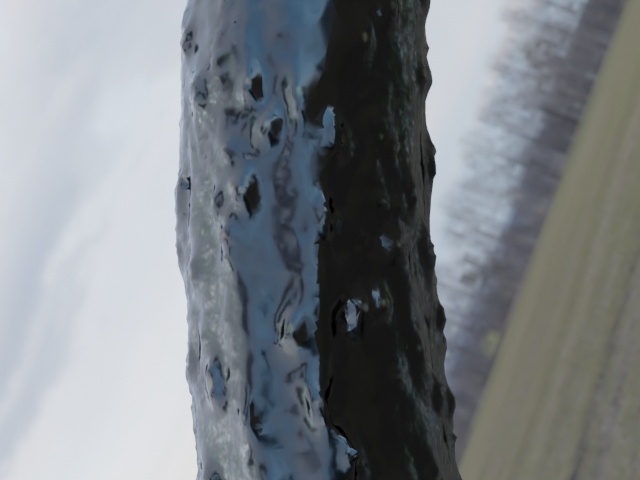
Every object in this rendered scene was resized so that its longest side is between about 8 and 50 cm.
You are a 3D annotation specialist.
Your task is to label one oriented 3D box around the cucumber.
[{"bbox_3d":[0.000,0.000,0.458,0.072,0.081,0.304,39,-137,-69],"label":"cucumber"}]
